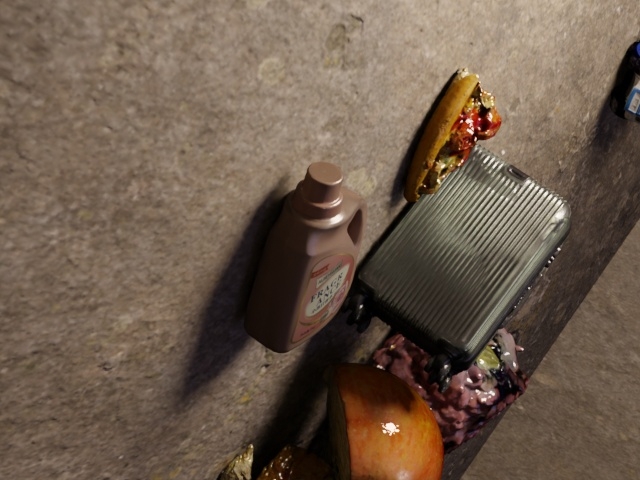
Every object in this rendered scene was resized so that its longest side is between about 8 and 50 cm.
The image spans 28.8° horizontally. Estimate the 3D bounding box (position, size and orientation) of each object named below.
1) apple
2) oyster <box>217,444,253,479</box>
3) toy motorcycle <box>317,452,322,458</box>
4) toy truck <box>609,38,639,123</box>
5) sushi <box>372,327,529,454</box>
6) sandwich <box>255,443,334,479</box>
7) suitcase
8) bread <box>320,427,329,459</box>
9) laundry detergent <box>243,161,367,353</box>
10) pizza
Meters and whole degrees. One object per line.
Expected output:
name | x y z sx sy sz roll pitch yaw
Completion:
apple | 0.095 0.320 1.801 0.163 0.251 0.293 -5 121 -9
oyster | -0.110 0.330 1.741 0.081 0.038 0.083 -51 160 -16
toy motorcycle | 0.000 0.463 2.106 0.212 0.118 0.084 -58 170 7
toy truck | 0.656 -0.298 2.315 0.213 0.177 0.161 -44 159 -31
sushi | 0.207 0.201 2.001 0.171 0.236 0.270 -37 169 24
sandwich | -0.099 0.452 1.823 0.271 0.099 0.301 -53 171 -25
suitcase | 0.191 0.032 1.709 0.312 0.202 0.128 -50 161 -11
bread | 0.078 0.393 2.007 0.124 0.186 0.257 -53 -166 53
laundry detergent | 0.000 0.000 1.399 0.171 0.076 0.237 -36 152 -46
pizza | 0.194 -0.150 1.637 0.193 0.053 0.201 -35 153 -45
